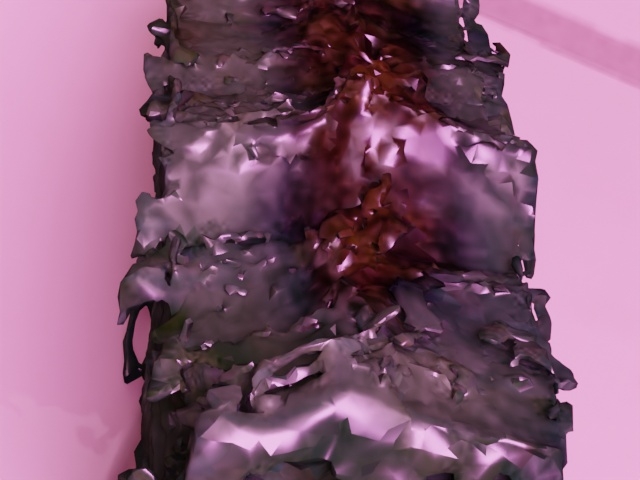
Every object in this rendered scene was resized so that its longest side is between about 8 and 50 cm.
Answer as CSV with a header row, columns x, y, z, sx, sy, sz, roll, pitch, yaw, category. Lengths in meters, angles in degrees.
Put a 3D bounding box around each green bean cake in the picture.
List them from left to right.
x,y,z,sx,sy,sz,roll,pitch,yaw,category
0.000,0.000,0.522,0.107,0.193,0.208,4,68,-3,green bean cake
